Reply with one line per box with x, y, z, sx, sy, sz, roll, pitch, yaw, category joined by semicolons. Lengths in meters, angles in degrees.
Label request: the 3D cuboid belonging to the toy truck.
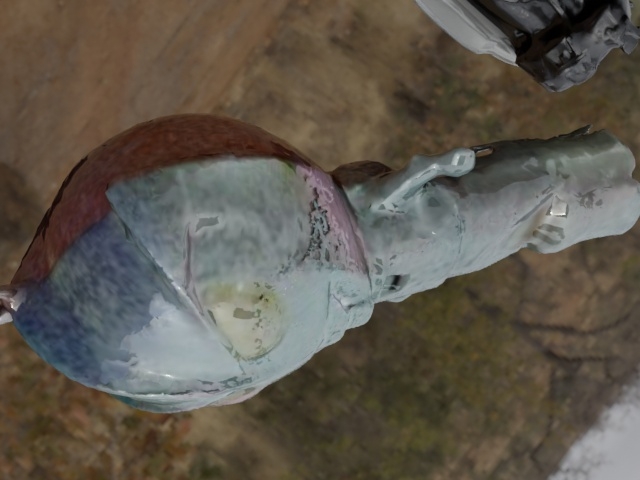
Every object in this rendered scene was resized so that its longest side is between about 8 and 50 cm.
0.147;-0.214;0.756;0.213;0.161;0.177;-42;-164;31;toy truck

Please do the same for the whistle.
0.000;-0.001;0.616;0.346;0.133;0.142;-13;125;-23;whistle
